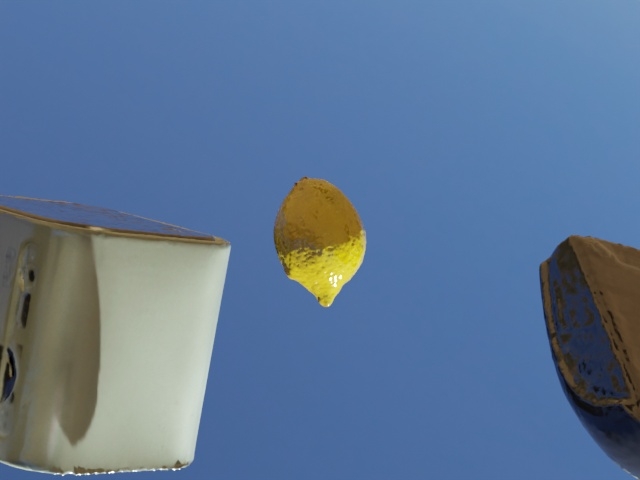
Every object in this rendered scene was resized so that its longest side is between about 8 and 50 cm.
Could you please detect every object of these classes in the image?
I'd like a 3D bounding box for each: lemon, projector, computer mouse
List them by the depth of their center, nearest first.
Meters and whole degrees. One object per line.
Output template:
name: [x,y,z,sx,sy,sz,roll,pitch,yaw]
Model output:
lemon: [0.000,0.000,1.063,0.065,0.092,0.065,-9,174,-1]
computer mouse: [0.272,0.117,1.246,0.170,0.100,0.269,20,-147,-22]
projector: [-0.261,0.093,1.598,0.248,0.249,0.248,14,-175,41]
